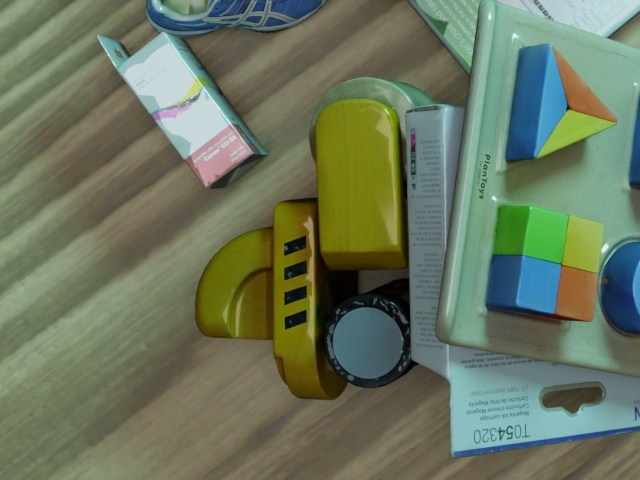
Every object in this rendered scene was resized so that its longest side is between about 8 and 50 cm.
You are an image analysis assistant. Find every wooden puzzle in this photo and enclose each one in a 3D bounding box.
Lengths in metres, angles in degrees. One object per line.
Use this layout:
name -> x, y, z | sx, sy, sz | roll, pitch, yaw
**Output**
wooden puzzle -> 0.271, -0.039, 1.396 | 0.348, 0.080, 0.322 | 12, 83, -35

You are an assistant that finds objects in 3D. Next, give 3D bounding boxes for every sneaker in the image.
sneaker -> -0.086, -0.260, 1.560 | 0.211, 0.081, 0.080 | -14, 89, 4

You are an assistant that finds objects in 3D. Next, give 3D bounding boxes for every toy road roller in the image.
toy road roller -> 0.000, 0.000, 1.507 | 0.240, 0.202, 0.329 | 1, 94, 16

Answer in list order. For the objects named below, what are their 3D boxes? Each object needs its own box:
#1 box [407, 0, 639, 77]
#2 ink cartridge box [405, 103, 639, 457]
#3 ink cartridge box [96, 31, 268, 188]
box -> 0.247, -0.316, 1.541 | 0.322, 0.058, 0.232 | -39, 88, 4
ink cartridge box -> 0.228, 0.033, 1.456 | 0.324, 0.071, 0.330 | -1, 92, -36
ink cartridge box -> -0.145, -0.152, 1.551 | 0.067, 0.115, 0.198 | -37, 89, 6
